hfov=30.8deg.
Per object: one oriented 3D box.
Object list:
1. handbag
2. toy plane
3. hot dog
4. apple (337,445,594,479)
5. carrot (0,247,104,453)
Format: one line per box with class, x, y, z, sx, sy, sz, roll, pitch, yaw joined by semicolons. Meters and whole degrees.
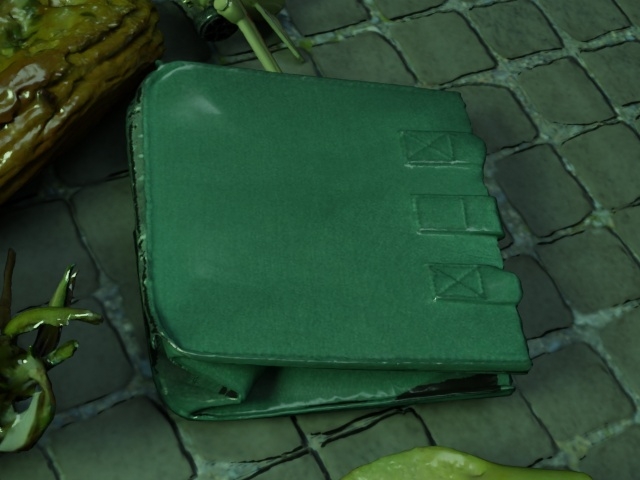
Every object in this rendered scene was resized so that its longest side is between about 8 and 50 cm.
handbag;-0.003;0.003;0.847;0.274;0.100;0.268;-1;54;-17
toy plane;-0.092;-0.224;0.917;0.244;0.092;0.229;20;39;-56
hot dog;-0.231;-0.132;0.854;0.196;0.122;0.272;32;56;18
apple;0.053;0.242;0.693;0.193;0.120;0.265;20;52;13
carrot;-0.303;0.044;0.678;0.331;0.214;0.193;25;81;5
